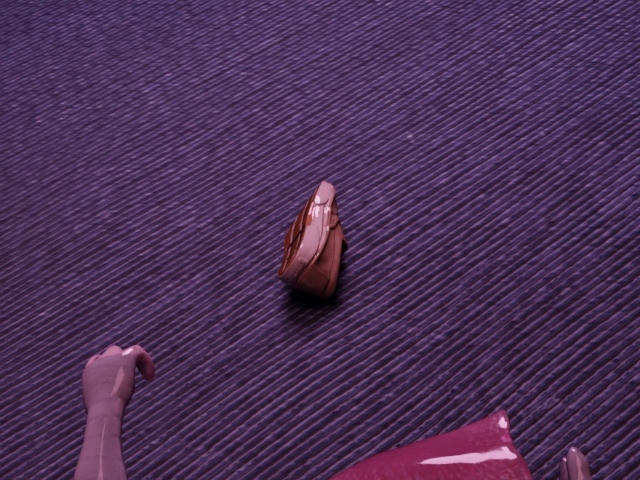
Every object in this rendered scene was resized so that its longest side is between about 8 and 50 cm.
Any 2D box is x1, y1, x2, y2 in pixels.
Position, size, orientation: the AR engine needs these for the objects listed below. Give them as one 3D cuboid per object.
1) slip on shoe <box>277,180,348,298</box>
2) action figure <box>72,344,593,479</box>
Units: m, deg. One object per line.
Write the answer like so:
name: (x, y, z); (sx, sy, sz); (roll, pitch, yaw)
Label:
slip on shoe: (0.000, 0.000, 1.250); (0.041, 0.051, 0.135); (32, 24, -9)
action figure: (-0.047, 0.213, 0.778); (0.370, 0.248, 0.275); (-16, 46, -13)
